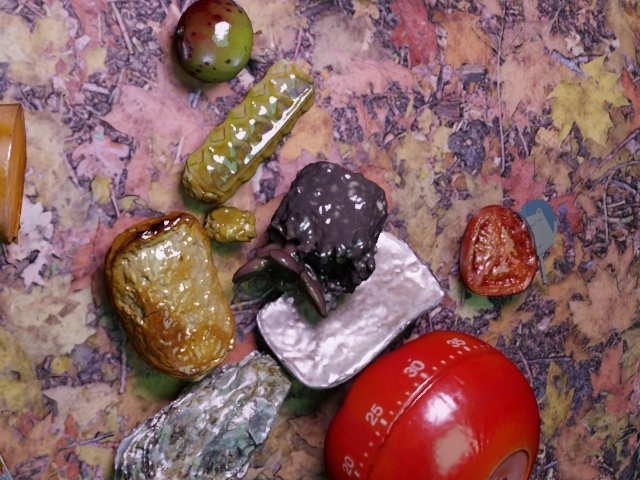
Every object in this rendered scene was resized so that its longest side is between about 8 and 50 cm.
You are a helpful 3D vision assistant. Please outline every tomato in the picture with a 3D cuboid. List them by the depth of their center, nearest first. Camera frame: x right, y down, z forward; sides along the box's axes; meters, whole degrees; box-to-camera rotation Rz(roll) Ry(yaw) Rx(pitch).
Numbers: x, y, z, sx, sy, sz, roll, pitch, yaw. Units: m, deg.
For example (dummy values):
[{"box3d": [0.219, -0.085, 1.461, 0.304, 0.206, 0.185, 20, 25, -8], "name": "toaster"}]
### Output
[{"box3d": [0.325, 0.014, 1.590, 0.166, 0.082, 0.174, -2, 102, -23], "name": "tomato"}]

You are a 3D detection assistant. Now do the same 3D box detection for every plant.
[{"box3d": [0.000, 0.000, 1.343, 0.204, 0.178, 0.234, 24, 62, 11], "name": "plant"}]

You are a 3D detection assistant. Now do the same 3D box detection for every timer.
[{"box3d": [0.198, 0.343, 1.428, 0.378, 0.279, 0.378, -25, 131, -32], "name": "timer"}]

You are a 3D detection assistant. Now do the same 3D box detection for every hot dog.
[{"box3d": [-0.228, 0.086, 1.297, 0.175, 0.114, 0.259, -25, 110, -28], "name": "hot dog"}]

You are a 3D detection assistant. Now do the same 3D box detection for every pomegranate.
[{"box3d": [-0.144, -0.308, 1.278, 0.159, 0.129, 0.129, -28, 109, -29], "name": "pomegranate"}]

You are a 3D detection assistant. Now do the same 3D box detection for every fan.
[{"box3d": [0.435, 0.004, 1.690, 0.113, 0.005, 0.175, -20, 104, -25], "name": "fan"}]

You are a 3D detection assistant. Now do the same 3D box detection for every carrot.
[{"box3d": [-0.522, -0.094, 1.102, 0.254, 0.196, 0.196, 4, 95, -17], "name": "carrot"}]

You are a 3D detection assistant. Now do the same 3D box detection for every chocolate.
[{"box3d": [0.049, 0.121, 1.436, 0.303, 0.100, 0.185, -35, 75, -20], "name": "chocolate"}]

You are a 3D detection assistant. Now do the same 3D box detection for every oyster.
[{"box3d": [-0.162, 0.294, 1.346, 0.351, 0.158, 0.162, -38, 111, -31], "name": "oyster"}]

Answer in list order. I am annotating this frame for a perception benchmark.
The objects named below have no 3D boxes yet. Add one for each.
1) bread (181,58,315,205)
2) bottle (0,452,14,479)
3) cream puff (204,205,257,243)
[{"box3d": [-0.114, -0.165, 1.334, 0.087, 0.098, 0.269, 37, 76, 13], "name": "bread"}, {"box3d": [-0.510, 0.275, 1.189, 0.082, 0.082, 0.286, -26, 108, -22], "name": "bottle"}, {"box3d": [-0.142, -0.020, 1.348, 0.083, 0.083, 0.058, -15, 143, -6], "name": "cream puff"}]
